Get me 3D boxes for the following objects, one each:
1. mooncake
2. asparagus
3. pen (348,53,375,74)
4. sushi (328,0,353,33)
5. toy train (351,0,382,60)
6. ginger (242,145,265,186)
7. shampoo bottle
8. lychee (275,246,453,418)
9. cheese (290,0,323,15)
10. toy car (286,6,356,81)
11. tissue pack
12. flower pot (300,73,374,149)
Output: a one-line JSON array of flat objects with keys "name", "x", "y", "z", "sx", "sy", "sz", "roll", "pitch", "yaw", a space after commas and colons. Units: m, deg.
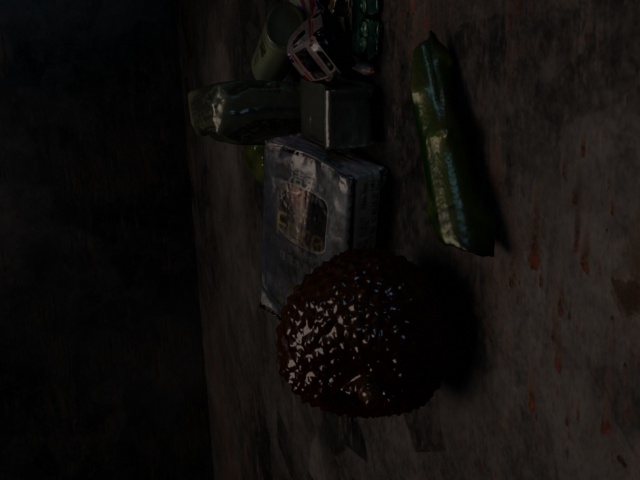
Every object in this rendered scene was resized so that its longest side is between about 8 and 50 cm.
[{"name": "mooncake", "x": -0.142, "y": -0.271, "z": 1.949, "sx": 0.254, "sy": 0.250, "sz": 0.136, "roll": -163, "pitch": 69, "yaw": -70}, {"name": "asparagus", "x": 0.173, "y": -0.128, "z": 1.268, "sx": 0.085, "sy": 0.082, "sz": 0.343, "roll": 115, "pitch": 145, "yaw": -67}, {"name": "pen", "x": 0.059, "y": -0.323, "z": 1.657, "sx": 0.218, "sy": 0.026, "sz": 0.026, "roll": -135, "pitch": 40, "yaw": -63}, {"name": "sushi", "x": 0.023, "y": -0.475, "z": 1.584, "sx": 0.192, "sy": 0.051, "sz": 0.215, "roll": -100, "pitch": 8, "yaw": -72}, {"name": "toy train", "x": 0.078, "y": -0.381, "z": 1.548, "sx": 0.071, "sy": 0.038, "sz": 0.147, "roll": -127, "pitch": 33, "yaw": -63}, {"name": "ginger", "x": -0.139, "y": -0.197, "z": 2.260, "sx": 0.290, "sy": 0.089, "sz": 0.137, "roll": 47, "pitch": 160, "yaw": 57}, {"name": "shampoo bottle", "x": -0.100, "y": -0.418, "z": 2.021, "sx": 0.234, "sy": 0.087, "sz": 0.118, "roll": 130, "pitch": 151, "yaw": -68}, {"name": "lychee", "x": 0.067, "y": 0.142, "z": 1.405, "sx": 0.304, "sy": 0.276, "sz": 0.275, "roll": -89, "pitch": 3, "yaw": -57}, {"name": "cheese", "x": -0.029, "y": -0.487, "z": 1.789, "sx": 0.155, "sy": 0.062, "sz": 0.244, "roll": 83, "pitch": 162, "yaw": -72}, {"name": "toy car", "x": -0.006, "y": -0.337, "z": 1.622, "sx": 0.089, "sy": 0.108, "sz": 0.209, "roll": 52, "pitch": -165, "yaw": -23}, {"name": "tissue pack", "x": 0.000, "y": 0.000, "z": 1.712, "sx": 0.259, "sy": 0.122, "sz": 0.361, "roll": 28, "pitch": 125, "yaw": 41}, {"name": "flower pot", "x": 0.027, "y": -0.239, "z": 1.661, "sx": 0.229, "sy": 0.103, "sz": 0.108, "roll": -134, "pitch": 41, "yaw": -65}]
